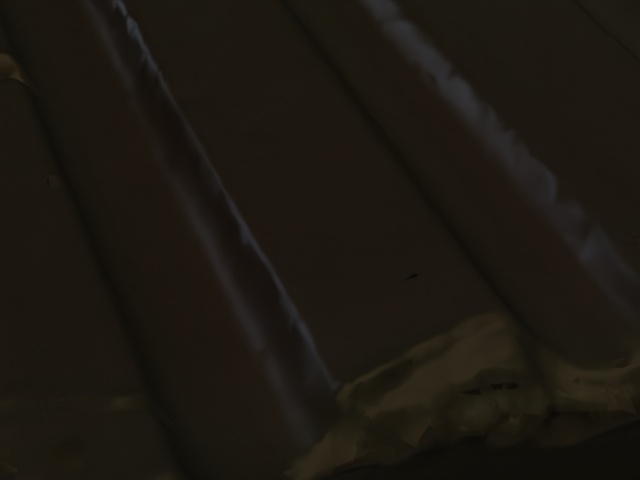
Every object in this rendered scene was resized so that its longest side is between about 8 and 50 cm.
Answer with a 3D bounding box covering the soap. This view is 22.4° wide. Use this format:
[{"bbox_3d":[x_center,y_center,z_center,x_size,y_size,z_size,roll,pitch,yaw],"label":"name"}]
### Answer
[{"bbox_3d":[0.000,0.000,0.645,0.350,0.213,0.435,-15,-142,-16],"label":"soap"}]
